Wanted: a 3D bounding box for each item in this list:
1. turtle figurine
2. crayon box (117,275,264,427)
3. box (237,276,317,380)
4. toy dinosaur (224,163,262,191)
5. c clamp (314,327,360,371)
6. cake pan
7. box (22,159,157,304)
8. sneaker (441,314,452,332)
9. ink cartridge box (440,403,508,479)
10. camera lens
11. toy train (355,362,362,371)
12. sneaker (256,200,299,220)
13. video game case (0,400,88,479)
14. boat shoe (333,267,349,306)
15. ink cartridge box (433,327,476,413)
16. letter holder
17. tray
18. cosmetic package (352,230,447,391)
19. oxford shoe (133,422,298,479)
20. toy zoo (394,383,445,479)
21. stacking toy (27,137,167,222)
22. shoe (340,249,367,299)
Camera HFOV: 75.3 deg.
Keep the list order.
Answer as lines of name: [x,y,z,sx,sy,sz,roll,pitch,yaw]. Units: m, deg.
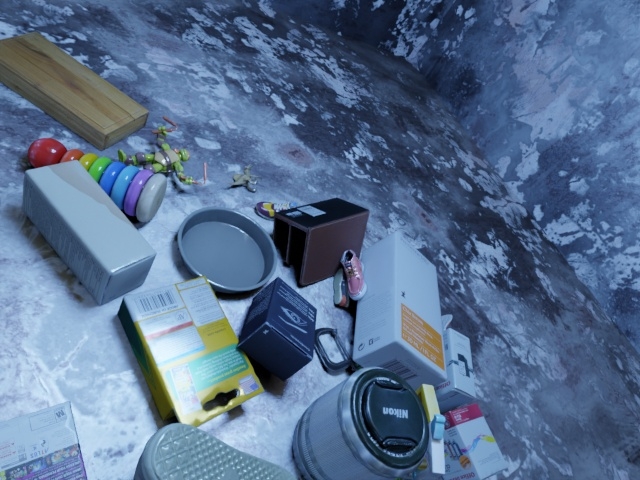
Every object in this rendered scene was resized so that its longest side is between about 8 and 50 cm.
turtle figurine: [-0.488,-0.252,1.257,0.218,0.087,0.269,-23,78,-39]
crayon box: [-0.297,0.253,0.944,0.203,0.083,0.322,-13,62,-44]
box: [-0.101,0.217,1.045,0.153,0.108,0.207,43,21,-15]
toy dinosaur: [-0.262,-0.204,1.427,0.093,0.053,0.183,23,33,4]
c clamp: [0.049,0.313,1.194,0.137,0.022,0.160,-17,59,-36]
cake pan: [-0.267,0.030,1.192,0.294,0.054,0.293,21,44,-21]
box: [-0.539,-0.021,0.963,0.311,0.148,0.121,48,40,7]
sneaker: [0.441,0.327,1.477,0.158,0.061,0.064,-46,114,-49]
ink cartridge box: [0.395,0.569,1.149,0.128,0.128,0.176,3,52,-35]
camera lens: [0.086,0.428,0.927,0.220,0.274,0.219,21,43,-21]
toy train: [0.112,0.367,1.197,0.017,0.023,0.083,13,46,-28]
sneaker: [-0.123,-0.106,1.403,0.186,0.084,0.069,15,46,-27]
video game case: [-0.515,0.403,0.670,0.232,0.041,0.210,-9,59,-42]
boat shoe: [0.071,0.153,1.345,0.043,0.049,0.136,24,45,-23]
ink cartridge box: [0.385,0.402,1.277,0.087,0.153,0.208,29,42,-14]
letter holder: [0.000,0.000,1.374,0.152,0.214,0.302,26,30,35]
tray: [-0.758,-0.456,1.247,0.411,0.076,0.202,34,40,-5]
cosmetic package: [0.248,0.211,1.298,0.230,0.162,0.453,39,36,-23]
oxford shoe: [-0.164,0.504,0.796,0.449,0.130,0.169,43,32,-19]
toy zoo: [0.223,0.473,0.981,0.030,0.293,0.192,12,45,-8]
stacking toy: [-0.588,-0.168,1.089,0.331,0.141,0.141,22,43,-10]
shoe: [0.100,0.106,1.317,0.081,0.064,0.177,53,24,-27]
